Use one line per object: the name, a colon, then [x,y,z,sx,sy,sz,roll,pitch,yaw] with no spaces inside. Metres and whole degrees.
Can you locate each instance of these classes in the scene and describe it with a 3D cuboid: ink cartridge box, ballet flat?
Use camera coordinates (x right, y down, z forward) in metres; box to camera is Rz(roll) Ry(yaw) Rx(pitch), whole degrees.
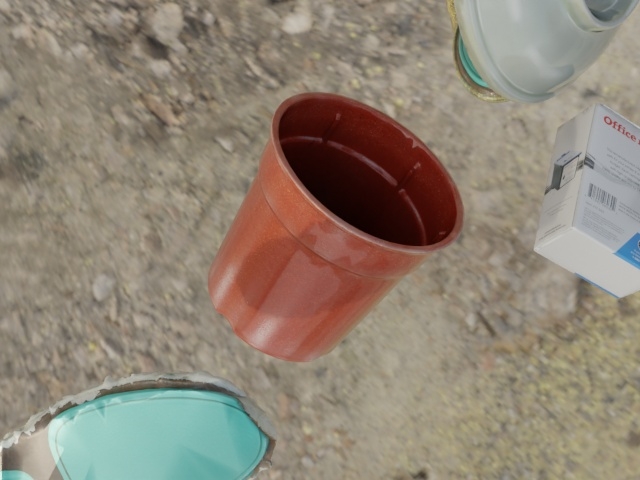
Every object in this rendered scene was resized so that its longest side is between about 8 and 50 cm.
ink cartridge box: [0.349,-0.048,1.599,0.139,0.082,0.191,29,56,-19]
ballet flat: [-0.235,0.206,1.215,0.408,0.147,0.147,-20,113,8]
ballet flat: [0.226,-0.263,1.725,0.123,0.349,0.123,-2,134,-2]

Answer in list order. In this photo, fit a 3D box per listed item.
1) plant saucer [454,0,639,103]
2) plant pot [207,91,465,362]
plant saucer: [0.292,-0.347,1.477,0.400,0.100,0.401,-23,120,-48]
plant pot: [0.000,0.000,1.682,0.272,0.272,0.265,18,129,-23]
